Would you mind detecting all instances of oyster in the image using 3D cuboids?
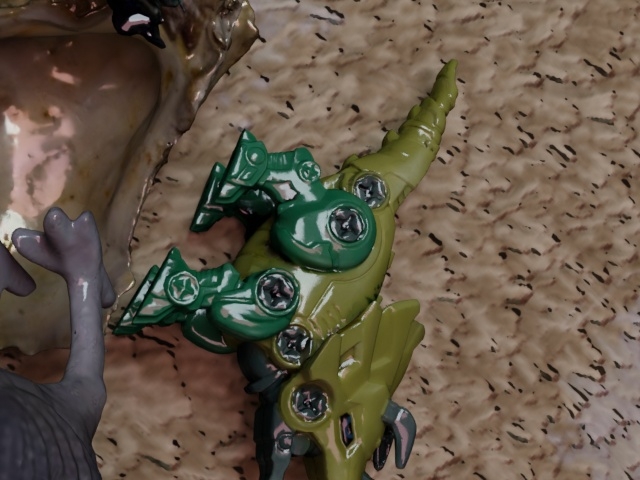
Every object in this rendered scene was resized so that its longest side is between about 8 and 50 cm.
[{"bbox_3d":[-0.124,-0.058,0.521,0.161,0.107,0.233,42,93,-19],"label":"oyster"}]

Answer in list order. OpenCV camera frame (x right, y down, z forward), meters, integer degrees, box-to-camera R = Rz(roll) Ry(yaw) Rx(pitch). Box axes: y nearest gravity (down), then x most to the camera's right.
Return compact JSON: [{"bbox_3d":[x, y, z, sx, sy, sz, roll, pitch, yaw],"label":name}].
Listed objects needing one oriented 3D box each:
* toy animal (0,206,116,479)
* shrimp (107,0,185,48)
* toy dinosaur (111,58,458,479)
[{"bbox_3d":[-0.118,0.084,0.420,0.081,0.367,0.206,-10,67,9],"label":"toy animal"},{"bbox_3d":[-0.155,-0.159,0.485,0.198,0.051,0.262,-21,62,5],"label":"shrimp"},{"bbox_3d":[0.000,0.000,0.553,0.153,0.094,0.259,25,71,-15],"label":"toy dinosaur"}]
